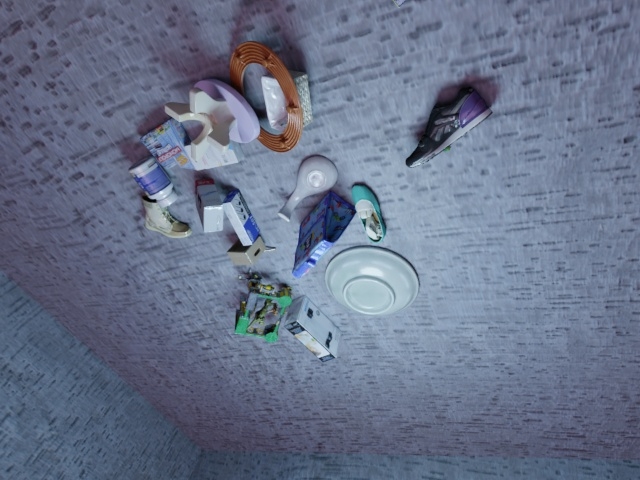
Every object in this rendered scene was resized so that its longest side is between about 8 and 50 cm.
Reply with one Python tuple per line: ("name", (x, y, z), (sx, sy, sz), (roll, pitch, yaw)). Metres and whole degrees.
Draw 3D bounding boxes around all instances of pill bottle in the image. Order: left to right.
("pill bottle", (-0.646, -0.227, 1.592), (0.112, 0.112, 0.186), (-13, 123, 25))

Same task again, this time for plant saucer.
("plant saucer", (0.207, 0.205, 1.713), (0.402, 0.100, 0.400), (8, 130, 10))

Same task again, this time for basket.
("basket", (-0.098, -0.431, 1.252), (0.113, 0.103, 0.167), (28, 141, 37))

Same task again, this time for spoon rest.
("spoon rest", (-0.053, -0.191, 1.488), (0.137, 0.084, 0.276), (37, 115, -16))

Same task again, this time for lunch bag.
("lunch bag", (0.000, 0.000, 1.474), (0.138, 0.293, 0.221), (34, 129, -13))

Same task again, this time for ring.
("ring", (-0.177, -0.422, 1.237), (0.337, 0.032, 0.336), (35, 145, 29))

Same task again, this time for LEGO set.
("LEGO set", (-0.273, 0.297, 1.905), (0.255, 0.192, 0.330), (6, 118, -13))

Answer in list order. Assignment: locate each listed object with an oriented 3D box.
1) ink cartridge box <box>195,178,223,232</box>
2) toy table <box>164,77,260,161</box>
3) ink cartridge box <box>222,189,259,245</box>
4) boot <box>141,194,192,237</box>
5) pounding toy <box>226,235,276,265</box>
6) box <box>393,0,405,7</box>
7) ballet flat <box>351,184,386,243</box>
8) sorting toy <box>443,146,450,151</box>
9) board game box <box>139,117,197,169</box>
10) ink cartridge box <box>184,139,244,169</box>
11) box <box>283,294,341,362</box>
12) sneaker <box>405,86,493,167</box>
("ink cartridge box", (-0.428, -0.134, 1.560), (0.073, 0.175, 0.127), (-8, 135, -24))
("toy table", (-0.346, -0.384, 1.286), (0.275, 0.161, 0.252), (28, 138, 22))
("ink cartridge box", (-0.315, -0.089, 1.621), (0.046, 0.097, 0.206), (-8, 125, 21))
("boot", (-0.651, -0.104, 1.720), (0.214, 0.077, 0.164), (16, 129, 7))
("pounding toy", (-0.288, 0.042, 1.713), (0.130, 0.141, 0.100), (1, 130, 34))
("box", (0.167, -0.678, 1.023), (0.054, 0.059, 0.169), (-33, 114, 33))
("ballet flat", (0.179, -0.088, 1.487), (0.083, 0.087, 0.247), (-13, 123, 25))
("sorting toy", (0.373, -0.303, 1.304), (0.083, 0.012, 0.062), (35, 125, -9))
("board game box", (-0.546, -0.335, 1.510), (0.194, 0.060, 0.194), (-20, 120, 29))
("ink cartridge box", (-0.384, -0.324, 1.470), (0.182, 0.061, 0.104), (-7, 126, 20))
("box", (-0.030, 0.414, 1.909), (0.087, 0.169, 0.290), (-28, 115, 30))
("sneaker", (0.358, -0.340, 1.231), (0.283, 0.107, 0.124), (-37, 93, 26))
